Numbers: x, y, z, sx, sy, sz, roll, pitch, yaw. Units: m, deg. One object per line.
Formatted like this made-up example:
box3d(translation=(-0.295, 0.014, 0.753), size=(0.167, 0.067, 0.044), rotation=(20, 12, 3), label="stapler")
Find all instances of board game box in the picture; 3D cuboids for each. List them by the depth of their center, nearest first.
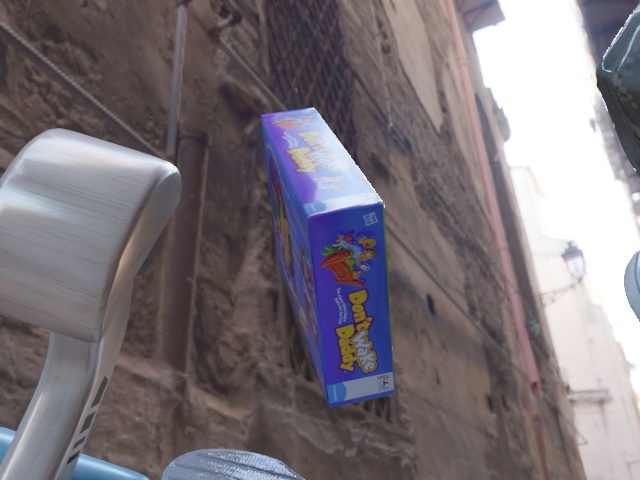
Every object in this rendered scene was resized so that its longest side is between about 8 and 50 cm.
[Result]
box3d(translation=(0.000, 0.000, 0.908), size=(0.078, 0.347, 0.233), rotation=(-10, -63, -8), label="board game box")

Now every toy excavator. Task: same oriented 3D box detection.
box3d(translation=(-0.213, 0.192, 0.542), size=(0.222, 0.445, 0.433), rotation=(17, -21, 0), label="toy excavator")

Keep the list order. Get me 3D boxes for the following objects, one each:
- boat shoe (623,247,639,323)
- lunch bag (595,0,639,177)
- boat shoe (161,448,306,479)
box3d(translation=(0.295, 0.061, 0.549), size=(0.079, 0.228, 0.081), rotation=(20, -56, -8), label="boat shoe")
box3d(translation=(0.360, -0.067, 0.503), size=(0.235, 0.169, 0.287), rotation=(22, -15, 44), label="lunch bag")
box3d(translation=(-0.015, 0.215, 0.504), size=(0.226, 0.076, 0.083), rotation=(13, 25, 29), label="boat shoe")
